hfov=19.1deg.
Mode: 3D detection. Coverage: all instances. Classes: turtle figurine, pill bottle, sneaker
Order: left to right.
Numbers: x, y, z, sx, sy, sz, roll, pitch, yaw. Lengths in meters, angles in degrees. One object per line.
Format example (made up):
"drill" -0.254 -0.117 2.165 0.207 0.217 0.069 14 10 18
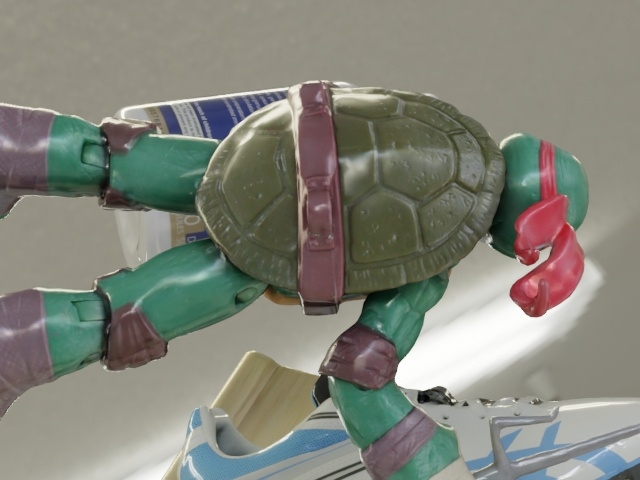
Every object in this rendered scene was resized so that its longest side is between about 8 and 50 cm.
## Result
"pill bottle" -0.018 -0.033 0.982 0.169 0.094 0.094 -9 -27 -16
"turtle figurine" 0.000 0.000 0.623 0.234 0.175 0.118 -2 -45 0
"sneaker" 0.045 0.093 0.845 0.237 0.086 0.085 -11 -3 17

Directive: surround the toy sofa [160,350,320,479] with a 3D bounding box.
"toy sofa" 0.002 0.246 1.321 0.150 0.177 0.362 -55 -44 -27
